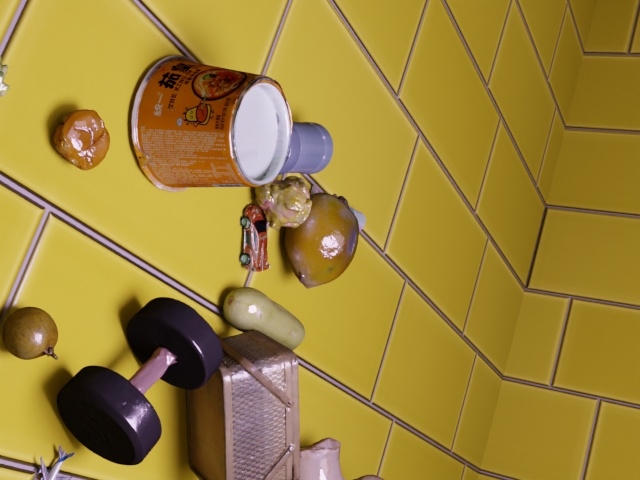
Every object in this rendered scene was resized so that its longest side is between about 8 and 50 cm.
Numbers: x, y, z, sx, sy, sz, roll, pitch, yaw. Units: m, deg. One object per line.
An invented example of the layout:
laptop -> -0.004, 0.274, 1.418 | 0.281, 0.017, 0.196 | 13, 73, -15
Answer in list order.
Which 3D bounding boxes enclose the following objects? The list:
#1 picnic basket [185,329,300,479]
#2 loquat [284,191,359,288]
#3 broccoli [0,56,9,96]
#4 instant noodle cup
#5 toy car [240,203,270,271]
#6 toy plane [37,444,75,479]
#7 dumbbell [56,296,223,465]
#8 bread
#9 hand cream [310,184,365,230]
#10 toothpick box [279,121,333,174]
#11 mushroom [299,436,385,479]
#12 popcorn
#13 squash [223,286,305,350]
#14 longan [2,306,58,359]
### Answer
picnic basket -> -0.134, 0.289, 1.465 | 0.139, 0.165, 0.266 | -9, 106, -31
loquat -> 0.000, 0.000, 1.683 | 0.152, 0.152, 0.195 | 38, 73, -57
broccoli -> -0.420, -0.225, 0.803 | 0.260, 0.235, 0.288 | -23, 113, -57
instant noodle cup -> -0.157, -0.173, 1.332 | 0.216, 0.172, 0.215 | -25, 119, -57
toy car -> -0.117, -0.004, 1.581 | 0.059, 0.035, 0.121 | -12, 108, -57
toy plane -> -0.379, 0.333, 1.227 | 0.084, 0.024, 0.078 | -59, 144, -23
dumbbell -> -0.259, 0.202, 1.273 | 0.218, 0.153, 0.152 | -50, 138, -42
bread -> -0.324, -0.138, 1.180 | 0.081, 0.046, 0.083 | -29, 123, -51
hand cream -> 0.028, -0.058, 1.818 | 0.174, 0.047, 0.076 | 18, 83, -51
toothpick box -> -0.056, -0.169, 1.578 | 0.153, 0.101, 0.101 | -7, 103, -60
mushroom -> 0.008, 0.559, 1.772 | 0.297, 0.297, 0.290 | -13, 71, -58
popcorn -> -0.064, -0.073, 1.579 | 0.097, 0.109, 0.089 | -35, 131, -41
squash -> -0.098, 0.148, 1.608 | 0.250, 0.083, 0.083 | 39, 64, -58
longan -> -0.373, 0.126, 1.130 | 0.075, 0.083, 0.075 | -48, 173, -8
